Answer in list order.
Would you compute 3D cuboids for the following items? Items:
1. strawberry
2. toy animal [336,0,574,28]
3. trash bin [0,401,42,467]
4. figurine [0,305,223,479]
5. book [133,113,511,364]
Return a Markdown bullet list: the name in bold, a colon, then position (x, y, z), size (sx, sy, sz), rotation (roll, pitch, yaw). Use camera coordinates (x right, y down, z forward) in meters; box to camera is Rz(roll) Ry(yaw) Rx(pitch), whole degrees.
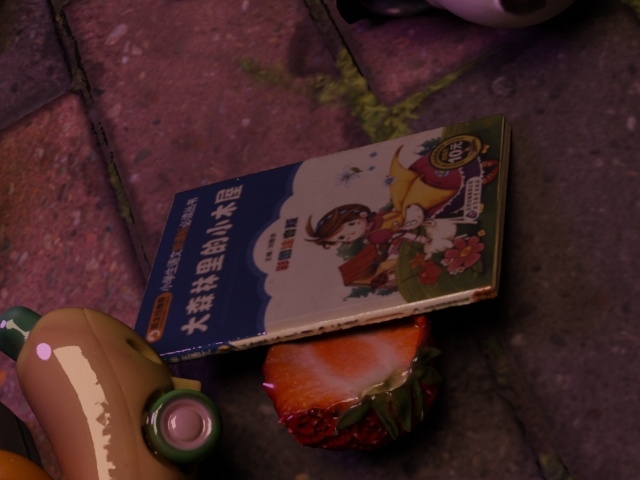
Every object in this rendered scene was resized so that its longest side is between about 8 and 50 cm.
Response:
- **strawberry**: position (0.020, 0.107, 1.270), size (0.147, 0.082, 0.187), rotation (-25, 30, -18)
- **toy animal**: position (0.115, -0.293, 1.418), size (0.267, 0.212, 0.212), rotation (6, 61, 35)
- **trash bin**: position (-0.289, 0.169, 1.353), size (0.059, 0.130, 0.116), rotation (-32, 48, 3)
- **figurine**: position (-0.195, 0.207, 1.233), size (0.222, 0.124, 0.324), rotation (9, 70, -12)
- **book**: position (0.000, 0.000, 1.357), size (0.322, 0.018, 0.228), rotation (-13, 36, 19)
